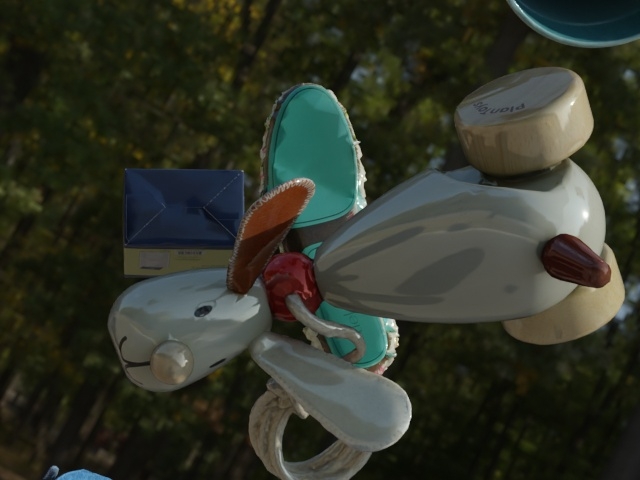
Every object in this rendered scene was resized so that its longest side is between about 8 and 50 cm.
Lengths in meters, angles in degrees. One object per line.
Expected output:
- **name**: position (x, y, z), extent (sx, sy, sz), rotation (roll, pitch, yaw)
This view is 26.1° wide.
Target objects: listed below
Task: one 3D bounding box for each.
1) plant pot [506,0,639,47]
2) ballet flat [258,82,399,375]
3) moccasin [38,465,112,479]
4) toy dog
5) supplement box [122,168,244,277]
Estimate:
- **plant pot**: position (0.287, -0.394, 1.563), extent (0.271, 0.272, 0.255), rotation (35, 18, -28)
- **ballet flat**: position (0.000, 0.000, 1.077), extent (0.091, 0.241, 0.077), rotation (-8, -12, -9)
- **moccasin**: position (-0.106, 0.221, 0.659), extent (0.116, 0.138, 0.342), rotation (-15, -37, 2)
- **toy dog**: position (0.045, 0.033, 0.827), extent (0.220, 0.333, 0.161), rotation (48, 8, -19)
- **supplement box**: position (-0.097, -0.011, 0.973), extent (0.083, 0.056, 0.083), rotation (1, -17, -8)
